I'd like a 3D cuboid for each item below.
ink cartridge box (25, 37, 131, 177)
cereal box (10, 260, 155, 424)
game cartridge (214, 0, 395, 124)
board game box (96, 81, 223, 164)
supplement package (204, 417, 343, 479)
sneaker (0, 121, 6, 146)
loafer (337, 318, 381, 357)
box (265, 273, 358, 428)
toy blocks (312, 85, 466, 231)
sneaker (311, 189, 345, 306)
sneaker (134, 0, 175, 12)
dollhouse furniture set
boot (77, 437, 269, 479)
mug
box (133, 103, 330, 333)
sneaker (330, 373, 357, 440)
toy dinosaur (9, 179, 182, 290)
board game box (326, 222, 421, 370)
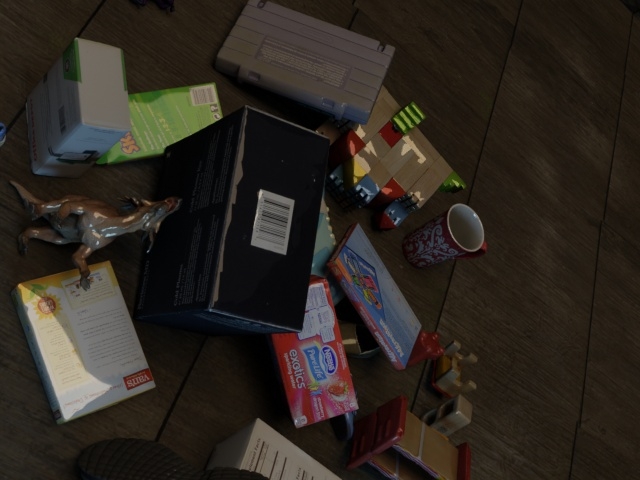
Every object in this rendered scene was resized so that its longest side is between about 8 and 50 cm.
[{"bbox_3d":[-0.424,-0.222,1.433,0.092,0.219,0.160,4,69,-39],"label":"ink cartridge box"},{"bbox_3d":[-0.399,0.168,1.395,0.173,0.047,0.240,-15,81,-40],"label":"cereal box"},{"bbox_3d":[-0.032,-0.397,1.825,0.354,0.068,0.230,21,60,2],"label":"game cartridge"},{"bbox_3d":[-0.316,-0.223,1.581,0.259,0.039,0.124,-12,88,-22],"label":"board game box"},{"bbox_3d":[-0.076,0.451,1.443,0.244,0.139,0.134,40,35,-16],"label":"supplement package"},{"bbox_3d":[-0.597,-0.186,1.391,0.135,0.058,0.052,-10,77,-39],"label":"sneaker"},{"bbox_3d":[0.039,0.197,1.688,0.251,0.087,0.094,0,71,-37],"label":"loafer"},{"bbox_3d":[-0.029,0.204,1.550,0.128,0.122,0.257,-15,95,-11],"label":"box"},{"bbox_3d":[0.117,-0.175,1.873,0.381,0.190,0.261,48,62,-9],"label":"toy blocks"},{"bbox_3d":[0.000,0.000,1.723,0.208,0.127,0.319,25,67,-25],"label":"sneaker"},{"bbox_3d":[-0.391,-0.538,1.686,0.223,0.083,0.098,5,73,-36],"label":"sneaker"},{"bbox_3d":[0.200,0.352,1.734,0.201,0.152,0.374,40,35,-17],"label":"dollhouse furniture set"},{"bbox_3d":[-0.238,0.460,1.325,0.118,0.338,0.223,-46,146,-61],"label":"boot"},{"bbox_3d":[0.288,0.012,1.903,0.150,0.169,0.113,50,49,-10],"label":"mug"},{"bbox_3d":[-0.160,-0.017,1.442,0.178,0.312,0.344,17,74,-32],"label":"box"},{"bbox_3d":[0.051,0.329,1.664,0.059,0.053,0.144,5,69,-38],"label":"sneaker"},{"bbox_3d":[-0.391,-0.036,1.416,0.200,0.295,0.127,-34,136,-48],"label":"toy dinosaur"},{"bbox_3d":[0.116,0.116,1.695,0.281,0.027,0.145,58,34,-19],"label":"board game box"}]
